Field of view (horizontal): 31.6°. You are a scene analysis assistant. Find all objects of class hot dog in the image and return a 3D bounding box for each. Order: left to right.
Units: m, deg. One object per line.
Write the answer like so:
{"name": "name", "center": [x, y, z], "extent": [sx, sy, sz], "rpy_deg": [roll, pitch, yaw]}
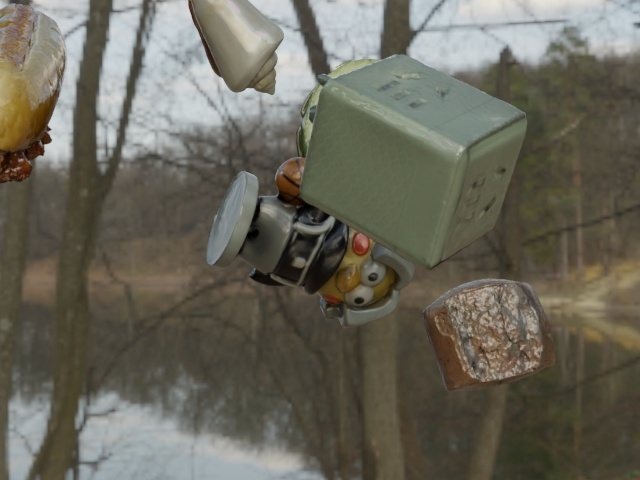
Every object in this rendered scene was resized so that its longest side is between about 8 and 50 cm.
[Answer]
{"name": "hot dog", "center": [-0.203, -0.090, 0.720], "extent": [0.102, 0.076, 0.249], "rpy_deg": [-38, 24, 3]}

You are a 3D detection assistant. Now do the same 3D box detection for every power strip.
{"name": "power strip", "center": [0.067, -0.095, 1.119], "extent": [0.224, 0.139, 0.140], "rpy_deg": [30, 37, 25]}

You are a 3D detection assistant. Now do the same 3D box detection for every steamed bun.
{"name": "steamed bun", "center": [0.227, 0.122, 1.501], "extent": [0.175, 0.145, 0.106], "rpy_deg": [-12, -4, -25]}

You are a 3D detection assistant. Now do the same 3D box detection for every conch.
{"name": "conch", "center": [-0.111, -0.242, 1.321], "extent": [0.176, 0.094, 0.104], "rpy_deg": [39, 9, -9]}

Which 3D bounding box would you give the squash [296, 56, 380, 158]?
{"name": "squash", "center": [0.076, -0.150, 1.604], "extent": [0.219, 0.219, 0.041], "rpy_deg": [-1, -6, -16]}

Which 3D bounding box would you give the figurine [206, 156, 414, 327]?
{"name": "figurine", "center": [0.000, 0.000, 1.346], "extent": [0.236, 0.176, 0.133], "rpy_deg": [21, 29, -18]}
